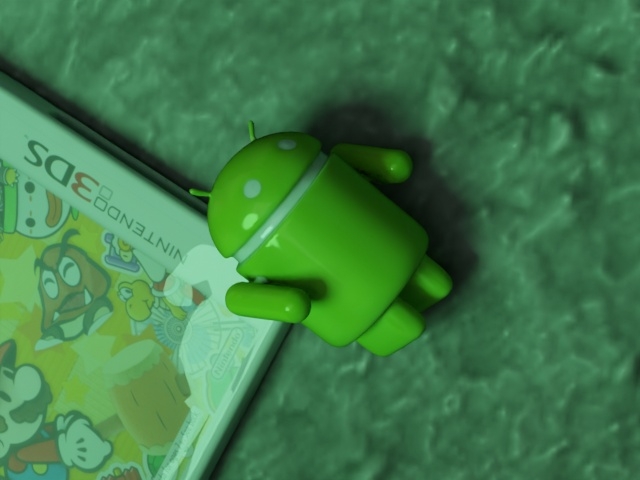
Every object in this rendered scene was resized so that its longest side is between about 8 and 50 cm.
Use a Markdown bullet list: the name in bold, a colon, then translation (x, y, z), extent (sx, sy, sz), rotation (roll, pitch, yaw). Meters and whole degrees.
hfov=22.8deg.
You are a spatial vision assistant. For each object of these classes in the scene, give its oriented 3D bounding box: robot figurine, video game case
- **robot figurine**: translation (0.000, 0.000, 0.689), extent (0.115, 0.101, 0.067), rotation (40, 152, -6)
- **video game case**: translation (-0.138, 0.058, 0.785), extent (0.206, 0.026, 0.227), rotation (33, 110, 14)
